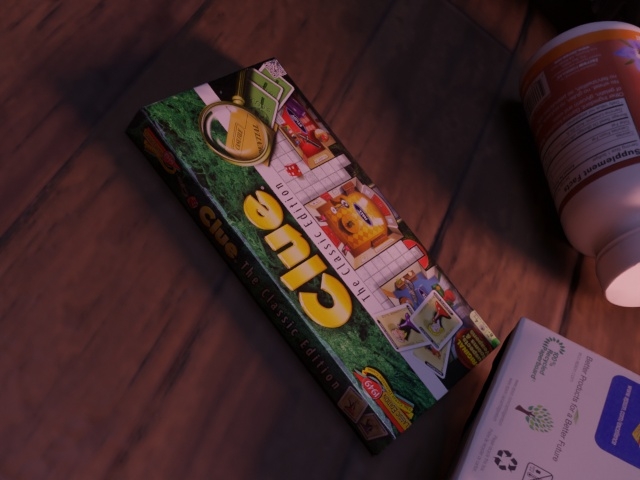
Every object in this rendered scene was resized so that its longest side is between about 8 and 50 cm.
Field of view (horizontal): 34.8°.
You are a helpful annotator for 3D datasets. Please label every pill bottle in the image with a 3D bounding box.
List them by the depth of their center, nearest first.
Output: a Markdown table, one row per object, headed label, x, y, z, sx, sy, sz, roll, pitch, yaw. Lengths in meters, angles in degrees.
| label | x | y | z | sx | sy | sz | roll | pitch | yaw |
| --- | --- | --- | --- | --- | --- | --- | --- | --- | --- |
| pill bottle | 0.246 | -0.062 | 0.834 | 0.121 | 0.121 | 0.216 | 10 | 55 | -31 |

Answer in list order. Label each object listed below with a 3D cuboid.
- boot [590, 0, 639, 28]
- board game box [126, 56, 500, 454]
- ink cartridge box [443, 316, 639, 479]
| label | x | y | z | sx | sy | sz | roll | pitch | yaw |
| --- | --- | --- | --- | --- | --- | --- | --- | --- | --- |
| boot | 0.384 | -0.403 | 1.035 | 0.445 | 0.146 | 0.367 | -56 | 139 | -33 |
| board game box | 0.000 | 0.000 | 0.675 | 0.260 | 0.030 | 0.136 | 52 | 47 | 6 |
| ink cartridge box | 0.239 | 0.189 | 0.618 | 0.332 | 0.065 | 0.165 | 27 | 46 | 9 |
